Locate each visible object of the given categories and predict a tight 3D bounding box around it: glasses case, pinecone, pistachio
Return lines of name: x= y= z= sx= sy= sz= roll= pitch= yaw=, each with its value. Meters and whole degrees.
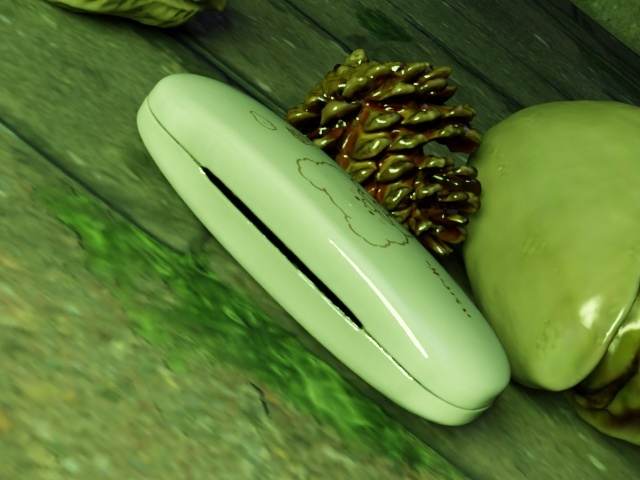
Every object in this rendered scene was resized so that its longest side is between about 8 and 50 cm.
glasses case: x=0.000 y=0.000 z=0.526 sx=0.193 sy=0.049 sz=0.074 roll=44 pitch=21 yaw=17
pinecone: x=0.030 y=-0.039 z=0.608 sx=0.102 sy=0.102 sz=0.109 roll=22 pitch=36 yaw=-38
pistachio: x=0.135 y=0.009 z=0.630 sx=0.129 sy=0.131 sz=0.206 roll=23 pitch=30 yaw=-18

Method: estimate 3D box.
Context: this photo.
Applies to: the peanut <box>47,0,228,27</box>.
peanut: x=-0.099 y=-0.152 z=0.652 sx=0.080 sy=0.080 sz=0.174 roll=45 pitch=17 yaw=17
